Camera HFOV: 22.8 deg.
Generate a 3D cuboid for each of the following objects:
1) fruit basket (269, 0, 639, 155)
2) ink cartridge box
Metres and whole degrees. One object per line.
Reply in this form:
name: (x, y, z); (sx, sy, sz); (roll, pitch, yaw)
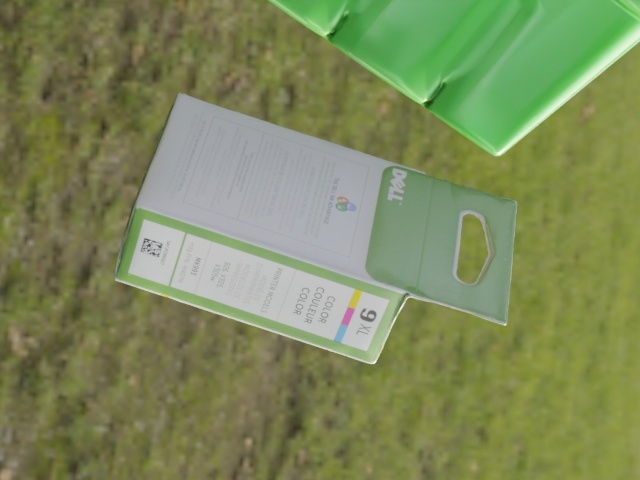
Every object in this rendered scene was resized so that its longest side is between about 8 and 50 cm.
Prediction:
fruit basket: (0.092, -0.299, 1.073); (0.283, 0.392, 0.392); (-117, -156, -71)
ink cartridge box: (0.000, 0.000, 0.894); (0.109, 0.209, 0.062); (-77, -175, -50)
